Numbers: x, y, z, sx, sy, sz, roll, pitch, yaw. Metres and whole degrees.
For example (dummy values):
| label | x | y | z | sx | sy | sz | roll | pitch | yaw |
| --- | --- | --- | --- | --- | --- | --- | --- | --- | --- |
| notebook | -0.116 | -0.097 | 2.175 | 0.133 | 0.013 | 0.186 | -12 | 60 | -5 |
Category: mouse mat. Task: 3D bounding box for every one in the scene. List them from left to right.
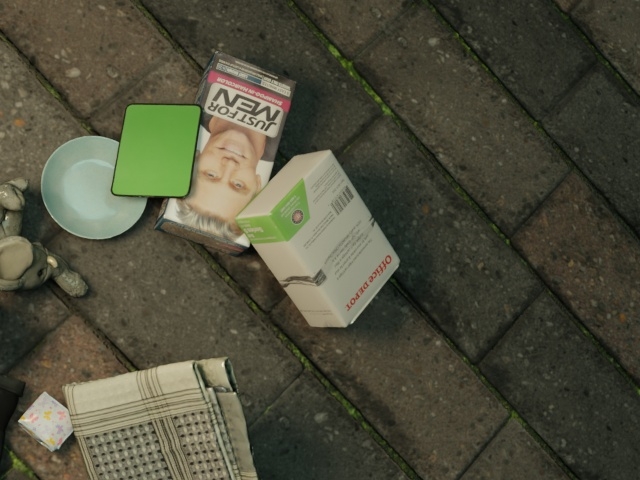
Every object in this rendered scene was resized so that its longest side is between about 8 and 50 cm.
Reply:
| label | x | y | z | sx | sy | sz | roll | pitch | yaw |
| --- | --- | --- | --- | --- | --- | --- | --- | --- | --- |
| mouse mat | -0.300 | -0.166 | 1.988 | 0.153 | 0.007 | 0.189 | 2 | 72 | 11 |

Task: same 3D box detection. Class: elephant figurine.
| label | x | y | z | sx | sy | sz | roll | pitch | yaw |
| --- | --- | --- | --- | --- | --- | --- | --- | --- | --- |
| elephant figurine | -0.540 | 0.023 | 1.874 | 0.186 | 0.169 | 0.239 | -15 | 101 | 6 |

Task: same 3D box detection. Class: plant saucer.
| label | x | y | z | sx | sy | sz | roll | pitch | yaw |
| --- | --- | --- | --- | --- | --- | --- | --- | --- | --- |
| plant saucer | -0.416 | -0.094 | 1.995 | 0.195 | 0.037 | 0.195 | 4 | 77 | -19 |

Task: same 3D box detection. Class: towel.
| label | x | y | z | sx | sy | sz | roll | pitch | yaw |
| --- | --- | --- | --- | --- | --- | --- | --- | --- | --- |
| towel | -0.259 | 0.362 | 1.820 | 0.324 | 0.056 | 0.312 | -13 | 96 | 19 |

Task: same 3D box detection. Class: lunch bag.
| label | x | y | z | sx | sy | sz | roll | pitch | yaw |
| --- | --- | --- | --- | --- | --- | --- | --- | --- | --- |
| lunch bag | -0.470 | 0.316 | 1.881 | 0.083 | 0.053 | 0.071 | 37 | 67 | 1 |

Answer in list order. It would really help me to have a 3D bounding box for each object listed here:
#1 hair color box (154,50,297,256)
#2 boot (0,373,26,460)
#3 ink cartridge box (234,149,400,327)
| label | x | y | z | sx | sy | sz | roll | pitch | yaw |
| --- | --- | --- | --- | --- | --- | --- | --- | --- | --- |
| hair color box | -0.178 | -0.163 | 2.059 | 0.174 | 0.105 | 0.347 | 19 | 74 | -15 |
| boot | -0.624 | 0.300 | 1.789 | 0.246 | 0.094 | 0.207 | 26 | 68 | -32 |
| ink cartridge box | 0.000 | 0.000 | 2.024 | 0.198 | 0.115 | 0.273 | -48 | 117 | -32 |
